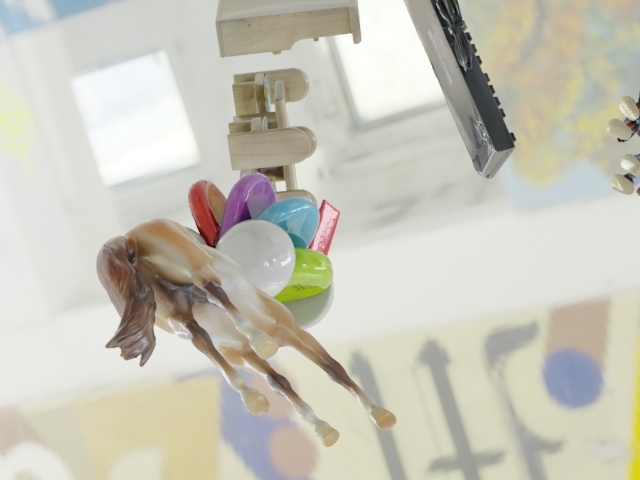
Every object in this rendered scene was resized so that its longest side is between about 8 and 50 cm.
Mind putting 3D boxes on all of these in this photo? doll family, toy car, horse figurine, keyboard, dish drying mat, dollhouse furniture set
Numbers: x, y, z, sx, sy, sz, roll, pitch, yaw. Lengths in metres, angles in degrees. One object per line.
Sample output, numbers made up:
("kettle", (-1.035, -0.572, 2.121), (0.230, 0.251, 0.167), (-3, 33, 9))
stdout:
("doll family", (0.310, -0.117, 1.681), (0.111, 0.076, 0.193), (-32, 164, -51))
("toy car", (-0.075, 0.006, 1.774), (0.182, 0.136, 0.159), (-3, 161, 22))
("horse figurine", (-0.062, 0.048, 1.174), (0.066, 0.174, 0.263), (-51, 148, 4))
("keyboard", (0.095, -0.139, 1.392), (0.023, 0.180, 0.108), (-21, 168, -8))
("dish drying mat", (0.000, 0.000, 2.072), (0.008, 0.083, 0.032), (-3, 151, 40))
("dollhouse furniture set", (-0.024, -0.160, 2.265), (0.161, 0.242, 0.212), (-6, -157, 2))
